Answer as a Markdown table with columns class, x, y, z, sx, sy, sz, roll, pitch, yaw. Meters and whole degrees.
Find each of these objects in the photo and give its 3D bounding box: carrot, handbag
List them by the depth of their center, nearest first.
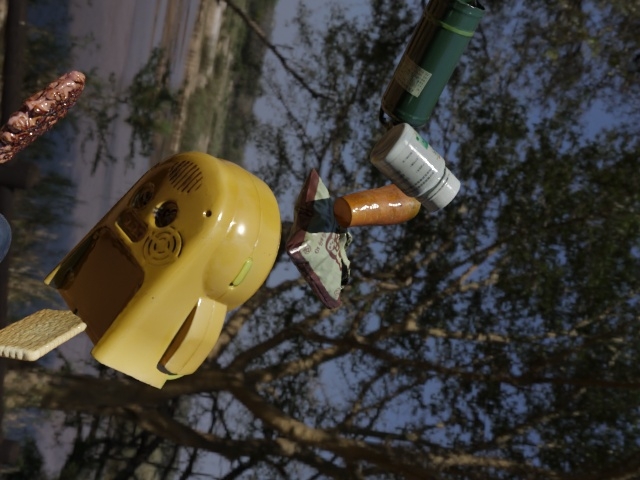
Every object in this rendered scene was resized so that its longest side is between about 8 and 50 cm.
| class | x | y | z | sx | sy | sz | roll | pitch | yaw |
| --- | --- | --- | --- | --- | --- | --- | --- | --- | --- |
| carrot | 0.117 | -0.065 | 1.366 | 0.087 | 0.193 | 0.087 | 13 | -72 | 45 |
| handbag | 0.000 | 0.000 | 1.459 | 0.235 | 0.127 | 0.213 | 57 | 33 | -49 |

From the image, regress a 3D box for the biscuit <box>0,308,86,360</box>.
| class | x | y | z | sx | sy | sz | roll | pitch | yaw |
| --- | --- | --- | --- | --- | --- | --- | --- | --- | --- |
| biscuit | -0.632 | 0.210 | 1.572 | 0.249 | 0.160 | 0.030 | -43 | 137 | -71 |

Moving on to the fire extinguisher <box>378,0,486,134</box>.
| class | x | y | z | sx | sy | sz | roll | pitch | yaw |
| --- | --- | --- | --- | --- | --- | --- | --- | --- | --- |
| fire extinguisher | 0.168 | -0.272 | 1.174 | 0.118 | 0.093 | 0.294 | 48 | -52 | 31 |

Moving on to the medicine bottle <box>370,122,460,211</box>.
| class | x | y | z | sx | sy | sz | roll | pitch | yaw |
| --- | --- | --- | --- | --- | --- | --- | --- | --- | --- |
| medicine bottle | 0.146 | -0.109 | 1.062 | 0.080 | 0.130 | 0.080 | -43 | -160 | 20 |

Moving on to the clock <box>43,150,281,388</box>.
| class | x | y | z | sx | sy | sz | roll | pitch | yaw |
| --- | --- | --- | --- | --- | --- | --- | --- | --- | --- |
| clock | -0.206 | 0.022 | 1.006 | 0.244 | 0.200 | 0.317 | 40 | -86 | 37 |

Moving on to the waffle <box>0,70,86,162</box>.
| class | x | y | z | sx | sy | sz | roll | pitch | yaw |
| --- | --- | --- | --- | --- | --- | --- | --- | --- | --- |
| waffle | -0.557 | -0.249 | 1.385 | 0.234 | 0.055 | 0.221 | -50 | -165 | -31 |

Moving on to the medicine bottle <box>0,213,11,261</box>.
| class | x | y | z | sx | sy | sz | roll | pitch | yaw |
| --- | --- | --- | --- | --- | --- | --- | --- | --- | --- |
| medicine bottle | -0.714 | -0.050 | 1.218 | 0.130 | 0.341 | 0.130 | -61 | -168 | 23 |
